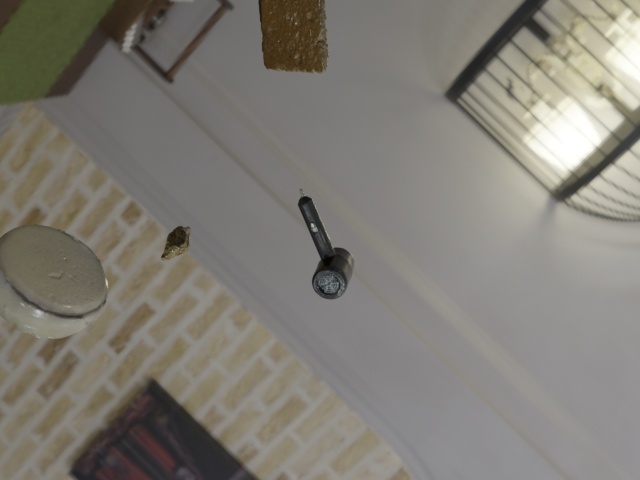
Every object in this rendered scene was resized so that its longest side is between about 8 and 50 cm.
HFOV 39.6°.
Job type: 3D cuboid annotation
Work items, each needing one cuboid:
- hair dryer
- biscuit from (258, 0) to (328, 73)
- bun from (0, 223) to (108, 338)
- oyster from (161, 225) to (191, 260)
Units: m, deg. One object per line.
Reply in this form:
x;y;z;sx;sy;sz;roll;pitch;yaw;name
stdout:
0.000;0.000;1.758;0.071;0.219;0.124;-18;-167;15;hair dryer
-0.047;-0.388;1.441;0.025;0.131;0.231;-30;124;-50;biscuit
-0.315;0.057;0.997;0.094;0.138;0.138;-44;179;30;bun
-0.323;0.006;2.008;0.034;0.051;0.093;86;20;-74;oyster
